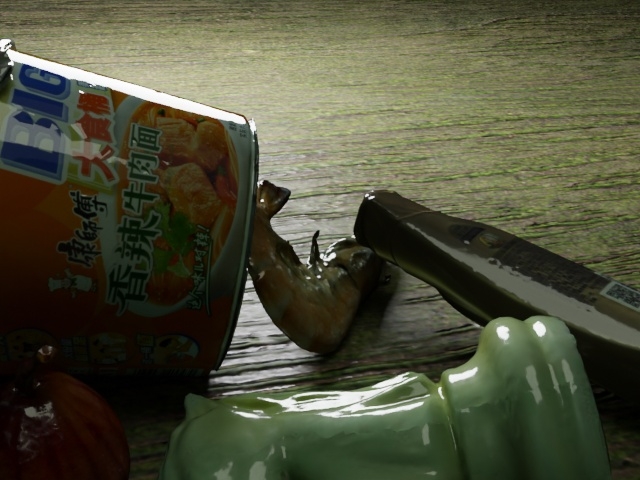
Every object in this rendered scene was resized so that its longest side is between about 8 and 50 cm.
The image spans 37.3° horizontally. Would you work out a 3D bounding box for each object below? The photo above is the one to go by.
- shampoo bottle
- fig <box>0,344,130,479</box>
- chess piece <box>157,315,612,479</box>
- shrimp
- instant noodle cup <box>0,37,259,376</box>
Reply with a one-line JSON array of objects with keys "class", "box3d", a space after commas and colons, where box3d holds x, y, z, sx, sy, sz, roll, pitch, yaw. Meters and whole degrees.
[{"class": "shampoo bottle", "box3d": [0.190, 0.047, 0.873, 0.350, 0.084, 0.125, 27, 27, 23]}, {"class": "fig", "box3d": [-0.196, 0.145, 0.634, 0.128, 0.150, 0.128, -5, 61, 9]}, {"class": "chess piece", "box3d": [0.034, 0.154, 0.645, 0.298, 0.176, 0.176, -10, 26, 3]}, {"class": "shrimp", "box3d": [0.000, 0.000, 0.947, 0.058, 0.169, 0.296, -26, 9, 27]}, {"class": "instant noodle cup", "box3d": [-0.179, -0.009, 0.804, 0.214, 0.296, 0.296, 8, 24, -14]}]
